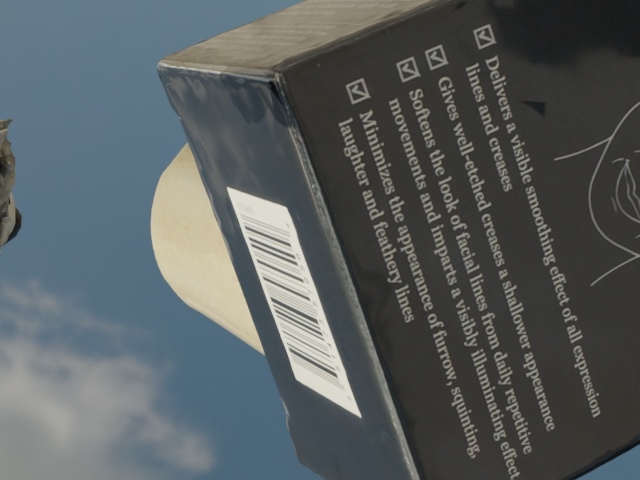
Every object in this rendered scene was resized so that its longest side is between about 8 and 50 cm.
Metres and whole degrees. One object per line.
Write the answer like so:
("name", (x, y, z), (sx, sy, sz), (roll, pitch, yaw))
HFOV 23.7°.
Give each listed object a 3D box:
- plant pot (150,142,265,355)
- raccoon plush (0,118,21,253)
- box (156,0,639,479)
("plant pot", (0.000, 0.000, 1.522), (0.334, 0.334, 0.305), (2, -172, -37))
("raccoon plush", (-0.357, -0.069, 0.734), (0.446, 0.216, 0.299), (3, -148, -32))
("box", (0.147, -0.044, 0.959), (0.395, 0.293, 0.212), (-24, -163, -18))
